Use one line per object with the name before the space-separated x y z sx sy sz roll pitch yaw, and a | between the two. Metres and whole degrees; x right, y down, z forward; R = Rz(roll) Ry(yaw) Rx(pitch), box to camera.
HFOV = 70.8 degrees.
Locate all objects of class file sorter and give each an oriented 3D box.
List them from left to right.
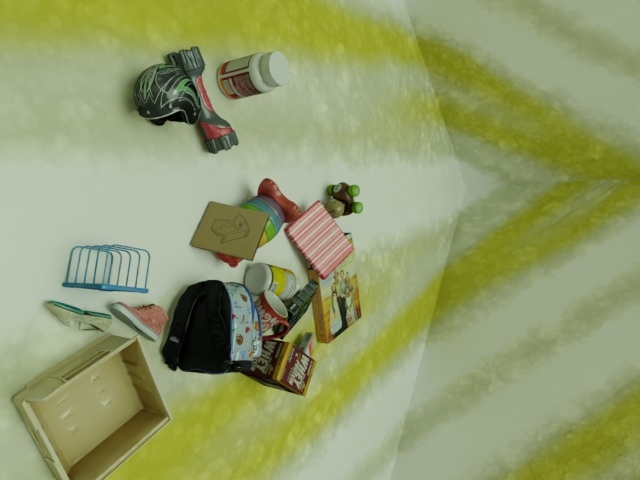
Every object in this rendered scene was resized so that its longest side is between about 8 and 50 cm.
file sorter | -0.506 0.068 1.074 0.118 0.170 0.105 17 74 -54

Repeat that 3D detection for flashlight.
flashlight | -0.344 -0.420 1.360 0.103 0.103 0.304 -78 153 -65

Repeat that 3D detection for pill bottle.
pill bottle | -0.213 -0.527 1.437 0.121 0.221 0.121 -3 94 -55
pill bottle | -0.162 0.152 1.622 0.215 0.117 0.117 22 73 -54

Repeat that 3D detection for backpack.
backpack | -0.296 0.247 1.321 0.213 0.276 0.264 9 77 -60

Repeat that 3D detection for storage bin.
storage bin | -0.534 0.402 1.083 0.260 0.123 0.262 -37 121 -49

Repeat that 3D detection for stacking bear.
stacking bear | -0.230 -0.039 1.489 0.175 0.164 0.289 45 61 -6

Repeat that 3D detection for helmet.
helmet | -0.413 -0.386 1.204 0.161 0.169 0.170 37 60 -68

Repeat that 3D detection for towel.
towel | 0.000 0.000 1.821 0.199 0.031 0.275 -44 110 -19

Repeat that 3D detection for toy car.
toy car | 0.060 -0.155 1.926 0.188 0.155 0.149 -30 116 -38

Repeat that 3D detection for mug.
mug | -0.198 0.276 1.497 0.150 0.169 0.113 52 9 11

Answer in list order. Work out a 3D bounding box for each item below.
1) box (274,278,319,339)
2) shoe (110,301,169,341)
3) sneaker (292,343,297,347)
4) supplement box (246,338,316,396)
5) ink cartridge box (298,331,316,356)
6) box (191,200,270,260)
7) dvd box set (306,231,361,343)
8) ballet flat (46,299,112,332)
box | -0.089 0.262 1.711 0.191 0.045 0.184 -46 163 -44
shoe | -0.481 0.196 1.212 0.178 0.063 0.081 61 43 -44
sneaker | -0.128 0.467 1.750 0.134 0.050 0.070 -69 178 -57
supplement box | -0.154 0.437 1.575 0.191 0.194 0.129 48 52 -45
ink cartridge box | -0.051 0.484 1.812 0.145 0.045 0.179 -62 146 -55
box | -0.276 -0.032 1.389 0.021 0.201 0.165 79 26 -63
dvd box set | 0.067 0.201 2.006 0.307 0.062 0.421 -24 110 -53
ballet flat | -0.577 0.188 1.077 0.168 0.057 0.052 34 73 -51
